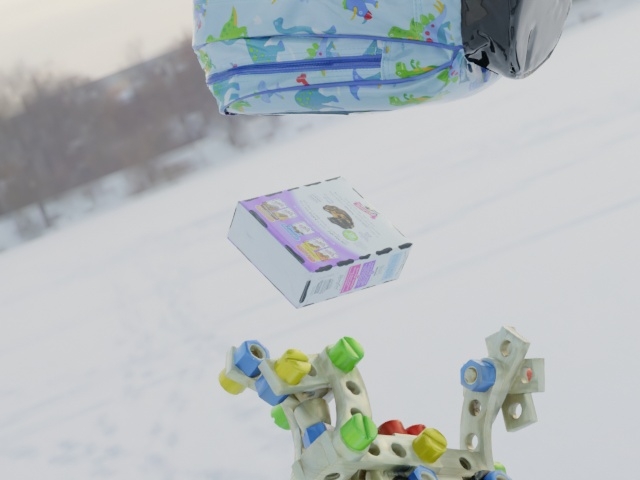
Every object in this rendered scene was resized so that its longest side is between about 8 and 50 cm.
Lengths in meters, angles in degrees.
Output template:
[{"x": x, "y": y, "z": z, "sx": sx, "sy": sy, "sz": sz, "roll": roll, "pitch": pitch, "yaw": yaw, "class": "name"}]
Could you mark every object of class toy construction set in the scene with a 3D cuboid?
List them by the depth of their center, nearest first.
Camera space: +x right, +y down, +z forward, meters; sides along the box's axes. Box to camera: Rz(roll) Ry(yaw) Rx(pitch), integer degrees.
[{"x": 0.078, "y": 0.180, "z": 1.726, "sx": 0.327, "sy": 0.215, "sz": 0.151, "roll": -2, "pitch": -41, "yaw": -31, "class": "toy construction set"}]

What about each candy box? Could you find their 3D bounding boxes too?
[{"x": 0.000, "y": 0.000, "z": 2.500, "sx": 0.196, "sy": 0.165, "sz": 0.070, "roll": -15, "pitch": -43, "yaw": -40, "class": "candy box"}]

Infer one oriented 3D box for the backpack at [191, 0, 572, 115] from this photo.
[{"x": 0.044, "y": -0.228, "z": 1.749, "sx": 0.355, "sy": 0.273, "sz": 0.290, "roll": 14, "pitch": 15, "yaw": 15, "class": "backpack"}]
